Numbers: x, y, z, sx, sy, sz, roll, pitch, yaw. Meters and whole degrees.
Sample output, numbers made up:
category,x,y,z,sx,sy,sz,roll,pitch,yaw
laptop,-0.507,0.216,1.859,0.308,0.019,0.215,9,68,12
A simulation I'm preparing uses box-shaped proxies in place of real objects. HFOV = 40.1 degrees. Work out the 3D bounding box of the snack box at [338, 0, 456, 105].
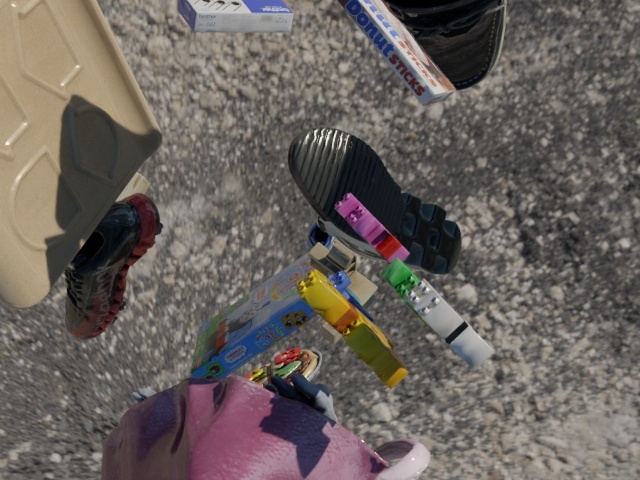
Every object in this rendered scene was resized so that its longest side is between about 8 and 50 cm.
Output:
category,x,y,z,sx,sy,sz,roll,pitch,yaw
snack box,0.069,-0.216,0.910,0.178,0.022,0.064,52,31,7

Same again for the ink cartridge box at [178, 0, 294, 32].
category,x,y,z,sx,sy,sz,roll,pitch,yaw
ink cartridge box,-0.167,-0.454,1.741,0.207,0.046,0.097,-7,41,-28

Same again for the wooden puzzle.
category,x,y,z,sx,sy,sz,roll,pitch,yaw
wooden puzzle,-0.370,-0.140,1.107,0.081,0.322,0.347,5,45,30

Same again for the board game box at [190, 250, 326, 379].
category,x,y,z,sx,sy,sz,roll,pitch,yaw
board game box,-0.077,0.102,1.192,0.212,0.160,0.039,-34,105,6

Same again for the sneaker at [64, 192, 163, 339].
category,x,y,z,sx,sy,sz,roll,pitch,yaw
sneaker,-0.351,0.044,1.336,0.135,0.276,0.097,-3,43,-48

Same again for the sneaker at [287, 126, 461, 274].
category,x,y,z,sx,sy,sz,roll,pitch,yaw
sneaker,0.043,-0.040,1.185,0.330,0.146,0.122,36,68,-41

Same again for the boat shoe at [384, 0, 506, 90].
category,x,y,z,sx,sy,sz,roll,pitch,yaw
boat shoe,0.141,-0.324,1.082,0.187,0.500,0.156,-14,61,8

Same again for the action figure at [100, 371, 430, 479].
category,x,y,z,sx,sy,sz,roll,pitch,yaw
action figure,-0.100,0.285,0.632,0.276,0.248,0.370,28,47,-21

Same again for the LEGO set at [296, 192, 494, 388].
category,x,y,z,sx,sy,sz,roll,pitch,yaw
LEGO set,0.030,0.035,0.668,0.087,0.227,0.093,-45,114,4

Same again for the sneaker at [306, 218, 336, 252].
category,x,y,z,sx,sy,sz,roll,pitch,yaw
sneaker,0.000,0.000,1.575,0.053,0.144,0.059,37,48,16

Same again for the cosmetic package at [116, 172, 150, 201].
category,x,y,z,sx,sy,sz,roll,pitch,yaw
cosmetic package,-0.349,-0.067,1.540,0.041,0.060,0.115,30,85,5

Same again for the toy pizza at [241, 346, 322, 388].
category,x,y,z,sx,sy,sz,roll,pitch,yaw
toy pizza,-0.090,0.246,1.562,0.201,0.201,0.032,-32,102,-15

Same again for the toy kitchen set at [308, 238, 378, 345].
category,x,y,z,sx,sy,sz,roll,pitch,yaw
toy kitchen set,0.007,0.049,0.931,0.083,0.068,0.075,37,70,17
